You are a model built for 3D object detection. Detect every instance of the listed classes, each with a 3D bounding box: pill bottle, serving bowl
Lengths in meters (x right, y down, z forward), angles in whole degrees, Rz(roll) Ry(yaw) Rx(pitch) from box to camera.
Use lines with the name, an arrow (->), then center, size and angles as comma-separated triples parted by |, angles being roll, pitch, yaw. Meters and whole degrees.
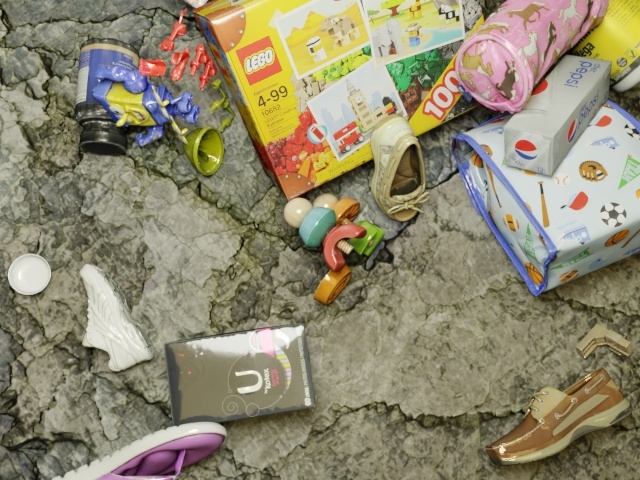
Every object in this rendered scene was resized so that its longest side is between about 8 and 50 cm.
pill bottle -> -0.445, -0.297, 1.330 | 0.122, 0.123, 0.219 | 1, 81, -5
serving bowl -> -0.591, 0.070, 1.304 | 0.083, 0.027, 0.083 | 1, 80, -4
pill bottle -> 0.621, -0.508, 1.429 | 0.334, 0.188, 0.188 | 43, 80, 3

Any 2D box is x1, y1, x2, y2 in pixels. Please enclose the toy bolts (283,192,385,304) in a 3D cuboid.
toy bolts -> 0.000, 0.000, 1.285 | 0.158, 0.228, 0.218 | 37, 94, 15

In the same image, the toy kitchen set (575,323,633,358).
toy kitchen set -> 0.613, 0.241, 1.370 | 0.075, 0.083, 0.068 | -42, 128, -10

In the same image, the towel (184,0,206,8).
towel -> -0.248, -0.670, 1.305 | 0.317, 0.053, 0.332 | -55, 49, 15

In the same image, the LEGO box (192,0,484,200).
LEGO box -> 0.063, -0.370, 1.265 | 0.500, 0.193, 0.373 | -28, 121, -9

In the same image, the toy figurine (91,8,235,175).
toy figurine -> -0.331, -0.280, 1.253 | 0.217, 0.362, 0.191 | 8, 72, 11

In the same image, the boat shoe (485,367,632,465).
boat shoe -> 0.480, 0.360, 1.318 | 0.323, 0.122, 0.120 | -19, 78, -16

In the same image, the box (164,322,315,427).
box -> -0.156, 0.262, 1.254 | 0.270, 0.143, 0.165 | -8, 82, -6

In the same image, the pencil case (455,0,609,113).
pencil case -> 0.417, -0.402, 1.231 | 0.160, 0.167, 0.386 | 39, 61, 9

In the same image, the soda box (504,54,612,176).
soda box -> 0.462, -0.249, 1.238 | 0.098, 0.091, 0.286 | 22, 53, 34

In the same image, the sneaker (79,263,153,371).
sneaker -> -0.436, 0.160, 1.275 | 0.115, 0.090, 0.232 | -30, 84, -6

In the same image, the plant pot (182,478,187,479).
plant pot -> -0.293, 0.541, 1.221 | 0.096, 0.109, 0.109 | -27, 84, 4

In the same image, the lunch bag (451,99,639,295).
lunch bag -> 0.499, -0.127, 1.327 | 0.327, 0.239, 0.386 | -22, 58, -7

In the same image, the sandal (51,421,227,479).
sandal -> -0.350, 0.453, 1.183 | 0.416, 0.169, 0.102 | -25, 60, 9

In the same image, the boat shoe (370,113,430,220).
boat shoe -> 0.161, -0.122, 1.282 | 0.104, 0.285, 0.089 | -30, 53, -6
